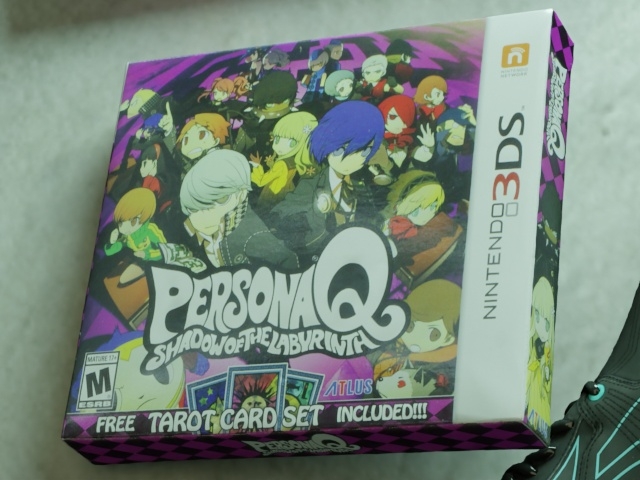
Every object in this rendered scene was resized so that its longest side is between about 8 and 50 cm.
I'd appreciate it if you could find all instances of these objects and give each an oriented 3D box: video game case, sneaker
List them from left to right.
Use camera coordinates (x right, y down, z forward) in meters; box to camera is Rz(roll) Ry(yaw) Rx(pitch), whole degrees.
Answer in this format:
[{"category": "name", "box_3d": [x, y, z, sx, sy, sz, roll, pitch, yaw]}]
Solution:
[{"category": "video game case", "box_3d": [0.000, 0.000, 0.920, 0.232, 0.042, 0.210, -4, 62, 24]}, {"category": "sneaker", "box_3d": [0.118, 0.116, 0.860, 0.106, 0.101, 0.267, 12, 70, 15]}]
